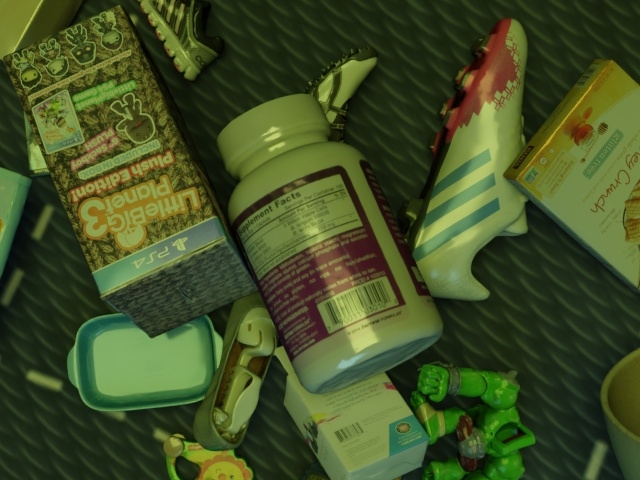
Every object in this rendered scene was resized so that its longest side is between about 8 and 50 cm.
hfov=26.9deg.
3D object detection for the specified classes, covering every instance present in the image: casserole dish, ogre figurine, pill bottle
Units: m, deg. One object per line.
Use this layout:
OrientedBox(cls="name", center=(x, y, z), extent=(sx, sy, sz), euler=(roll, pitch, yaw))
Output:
OrientedBox(cls="casserole dish", center=(-0.203, 0.141, 1.579), extent=(0.188, 0.037, 0.114), euler=(-6, 83, 3))
OrientedBox(cls="ogre figurine", center=(0.171, 0.222, 1.504), extent=(0.118, 0.097, 0.197), euler=(-12, 93, -12))
OrientedBox(cls="pill bottle", center=(0.000, 0.000, 1.456), extent=(0.169, 0.169, 0.302), euler=(-24, 76, 1))

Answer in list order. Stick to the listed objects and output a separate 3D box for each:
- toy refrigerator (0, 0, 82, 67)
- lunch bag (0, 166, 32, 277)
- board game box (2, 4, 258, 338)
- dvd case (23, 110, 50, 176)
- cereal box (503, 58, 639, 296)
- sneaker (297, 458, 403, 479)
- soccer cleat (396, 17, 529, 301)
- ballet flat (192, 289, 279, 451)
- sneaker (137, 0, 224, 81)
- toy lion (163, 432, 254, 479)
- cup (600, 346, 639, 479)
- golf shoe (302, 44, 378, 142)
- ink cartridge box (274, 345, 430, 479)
OrientedBox(cls="toy refrigerator", center=(-0.332, -0.337, 1.617), extent=(0.102, 0.094, 0.270), euler=(26, 85, 15))
OrientedBox(cls="lunch bag", center=(-0.478, -0.009, 1.559), extent=(0.262, 0.160, 0.223), euler=(18, 84, 12))
OrientedBox(cls="board game box", center=(-0.203, -0.068, 1.475), extent=(0.141, 0.232, 0.291), euler=(-25, 75, -1))
OrientedBox(cls="dvd case", center=(-0.317, -0.142, 1.632), extent=(0.087, 0.013, 0.120), euler=(-7, 84, 4))
OrientedBox(cls="cereal box", center=(0.347, -0.064, 1.508), extent=(0.240, 0.047, 0.173), euler=(38, 88, -17))
OrientedBox(cls="sneaker", center=(0.010, 0.362, 1.512), extent=(0.111, 0.131, 0.296), euler=(17, 63, 34))
OrientedBox(cls="soccer cleat", center=(0.191, -0.086, 1.545), extent=(0.143, 0.116, 0.331), euler=(22, 90, -4))
OrientedBox(cls="ballet flat", center=(-0.081, 0.142, 1.533), extent=(0.072, 0.068, 0.213), euler=(30, 70, -30))
OrientedBox(cls="sneaker", center=(-0.172, -0.279, 1.612), extent=(0.074, 0.063, 0.170), euler=(-31, 87, 1))
OrientedBox(cls="toy lion", center=(-0.128, 0.270, 1.563), extent=(0.100, 0.034, 0.096), euler=(-6, 91, 4))
OrientedBox(cls="cup", center=(0.468, 0.255, 1.398), extent=(0.331, 0.331, 0.237), euler=(-7, 109, 4))
OrientedBox(cls="golf shoe", center=(0.009, -0.142, 1.579), extent=(0.198, 0.077, 0.094), euler=(-45, 85, 9))
OrientedBox(cls="ink cartridge box", center=(0.029, 0.188, 1.506), extent=(0.104, 0.062, 0.181), euler=(-19, 53, -22))
